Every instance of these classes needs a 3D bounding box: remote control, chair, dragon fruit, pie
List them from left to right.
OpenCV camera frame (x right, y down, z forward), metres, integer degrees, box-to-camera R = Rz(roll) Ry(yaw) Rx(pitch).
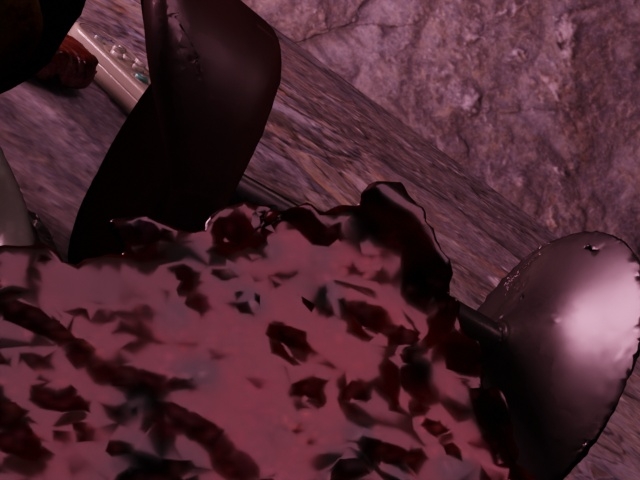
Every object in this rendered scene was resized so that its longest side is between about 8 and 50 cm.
[{"bbox_3d":[-0.280,-0.194,1.295,0.153,0.038,0.153,32,12,-8],"label":"pie"},{"bbox_3d":[-0.186,-0.151,1.384,0.221,0.042,0.078,45,15,31],"label":"remote control"},{"bbox_3d":[-0.048,0.181,0.473,0.286,0.228,0.329,-13,64,-31],"label":"dragon fruit"},{"bbox_3d":[0.000,0.000,0.909,0.401,0.226,0.226,31,14,-23],"label":"chair"}]

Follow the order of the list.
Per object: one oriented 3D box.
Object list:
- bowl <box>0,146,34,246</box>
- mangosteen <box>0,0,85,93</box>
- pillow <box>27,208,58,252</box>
[{"bbox_3d":[-0.257,-0.049,0.534,0.289,0.146,0.289,53,6,-7],"label":"bowl"},{"bbox_3d":[-0.261,-0.178,0.908,0.228,0.228,0.265,25,30,-39],"label":"mangosteen"},{"bbox_3d":[-0.252,-0.036,0.807,0.233,0.038,0.130,31,11,-24],"label":"pillow"}]
